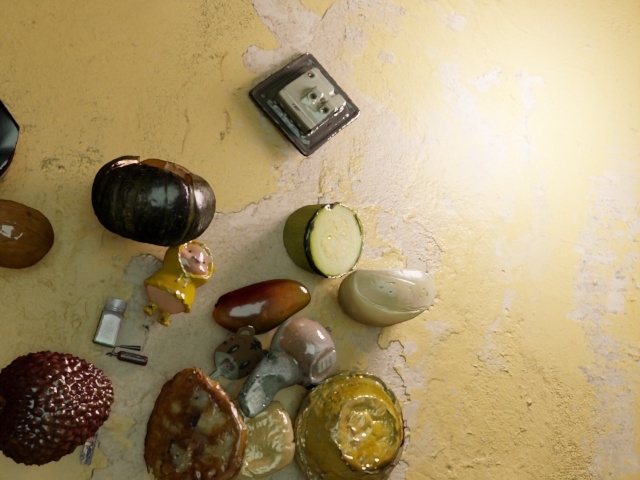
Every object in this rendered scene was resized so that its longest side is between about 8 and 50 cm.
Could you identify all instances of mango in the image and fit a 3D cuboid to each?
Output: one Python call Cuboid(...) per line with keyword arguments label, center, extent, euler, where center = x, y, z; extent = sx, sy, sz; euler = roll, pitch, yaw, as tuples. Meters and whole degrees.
Cuboid(label="mango", center=(-0.155, 0.178, 1.848), extent=(0.267, 0.111, 0.133), euler=(-14, 74, -19))

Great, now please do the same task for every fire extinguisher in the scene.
Cuboid(label="fire extinguisher", center=(-0.482, 0.282, 1.753), extent=(0.100, 0.032, 0.046), euler=(19, 84, -21))

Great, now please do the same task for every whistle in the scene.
Cuboid(label="whistle", center=(-0.095, 0.317, 1.791), extent=(0.347, 0.189, 0.189), euler=(-35, 92, -37))

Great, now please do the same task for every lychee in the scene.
Cuboid(label="lychee", center=(-0.601, 0.374, 1.590), extent=(0.271, 0.271, 0.272), euler=(4, 77, -19))

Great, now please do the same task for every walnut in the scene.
Cuboid(label="walnut", center=(-0.740, -0.016, 1.651), extent=(0.207, 0.167, 0.167), euler=(20, 73, -24))

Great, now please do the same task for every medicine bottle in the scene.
Cuboid(label="medicine bottle", center=(-0.522, 0.203, 1.731), extent=(0.055, 0.074, 0.118), euler=(19, 73, -14))

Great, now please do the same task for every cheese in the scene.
Cuboid(label="cheese", center=(-0.182, 0.503, 1.771), extent=(0.225, 0.117, 0.214), euler=(-11, 76, -17))

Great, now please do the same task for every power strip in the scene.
Cuboid(label="power strip", center=(-0.035, -0.408, 2.028), extent=(0.251, 0.092, 0.257), euler=(-41, 90, -19))

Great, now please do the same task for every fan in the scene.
Cuboid(label="fan", center=(-0.243, 0.324, 1.805), extent=(0.226, 0.008, 0.153), euler=(-35, 127, -8))

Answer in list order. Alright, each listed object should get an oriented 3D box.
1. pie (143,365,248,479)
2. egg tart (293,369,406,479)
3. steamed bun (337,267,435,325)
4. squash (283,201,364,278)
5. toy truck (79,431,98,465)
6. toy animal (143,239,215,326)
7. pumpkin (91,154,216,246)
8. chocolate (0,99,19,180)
Cuboid(label="pie", center=(-0.300, 0.473, 1.687), extent=(0.308, 0.085, 0.308), euler=(-3, 78, 15))
Cuboid(label="egg tart", center=(0.099, 0.506, 1.844), extent=(0.345, 0.132, 0.346), euler=(8, 73, -26))
Cuboid(label="steamed bun", center=(0.180, 0.158, 1.925), extent=(0.250, 0.200, 0.155), euler=(1, 79, -16))
Cuboid(label="squash", center=(0.014, 0.004, 1.967), extent=(0.220, 0.133, 0.220), euler=(3, 84, -34))
Cuboid(label="toy truck", center=(-0.559, 0.499, 1.683), extent=(0.032, 0.024, 0.083), euler=(12, 75, -13))
Cuboid(label="toy animal", center=(-0.366, 0.105, 1.782), extent=(0.156, 0.156, 0.230), euler=(35, 59, -10))
Cuboid(label="pumpkin", center=(-0.411, -0.098, 1.719), extent=(0.320, 0.320, 0.192), euler=(14, 100, -16))
Cuboid(label="chocolate", center=(-0.847, -0.229, 1.650), extent=(0.283, 0.186, 0.284), euler=(2, 81, -10))
